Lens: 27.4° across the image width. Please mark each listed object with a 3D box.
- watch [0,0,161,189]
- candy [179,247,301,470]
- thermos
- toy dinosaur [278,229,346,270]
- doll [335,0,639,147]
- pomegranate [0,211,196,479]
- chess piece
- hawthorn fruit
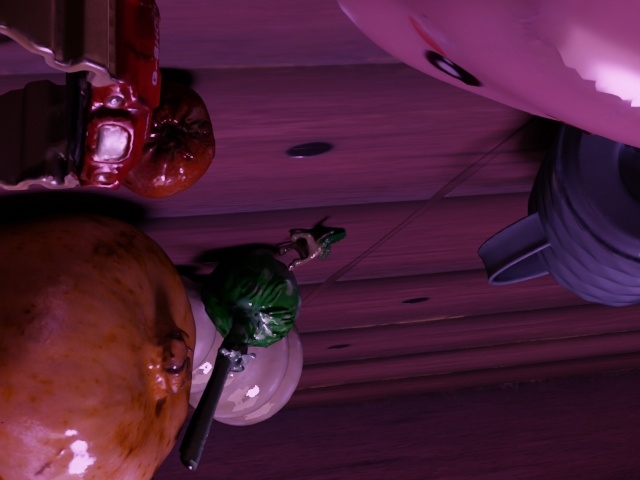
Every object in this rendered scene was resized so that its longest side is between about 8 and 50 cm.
[{"bbox_3d":[-0.205,-0.084,0.591,0.268,0.102,0.165,7,155,-24],"label":"watch"},{"bbox_3d":[-0.080,0.106,1.148,0.097,0.097,0.323,-12,-156,15],"label":"candy"},{"bbox_3d":[0.214,-0.017,0.987,0.182,0.145,0.286,-18,168,-4],"label":"thermos"},{"bbox_3d":[0.000,0.000,1.221,0.060,0.029,0.119,-18,168,-22],"label":"toy dinosaur"},{"bbox_3d":[0.097,-0.136,0.394,0.284,0.216,0.268,17,-179,-27],"label":"doll"},{"bbox_3d":[-0.203,0.095,1.011,0.248,0.248,0.248,-8,167,-2],"label":"pomegranate"},{"bbox_3d":[-0.125,0.105,1.351,0.144,0.144,0.251,-12,162,17],"label":"chess piece"},{"bbox_3d":[-0.098,-0.060,0.781,0.077,0.077,0.077,-8,167,-2],"label":"hawthorn fruit"}]
